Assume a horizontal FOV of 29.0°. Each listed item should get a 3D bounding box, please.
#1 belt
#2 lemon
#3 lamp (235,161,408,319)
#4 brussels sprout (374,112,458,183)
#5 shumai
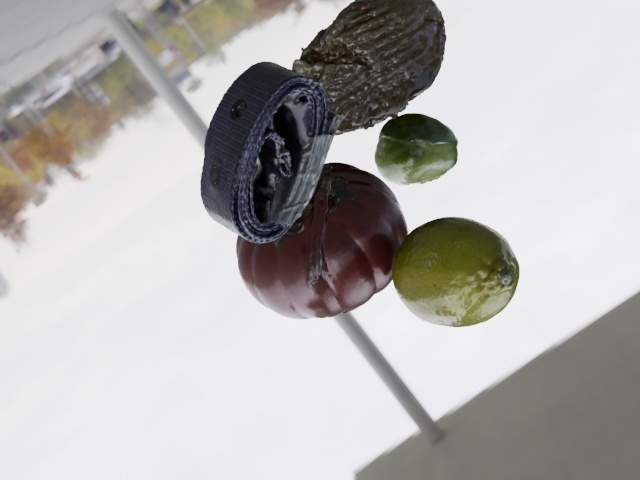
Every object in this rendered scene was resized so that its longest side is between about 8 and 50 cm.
[{"bbox_3d":[-0.078,-0.119,1.641,0.126,0.140,0.230,28,-76,50],"label":"belt"},{"bbox_3d":[0.219,0.049,1.965,0.248,0.184,0.184,-5,-147,50],"label":"lemon"},{"bbox_3d":[0.000,0.000,2.122,0.303,0.257,0.303,-19,-146,14],"label":"lamp"},{"bbox_3d":[0.174,-0.176,2.399,0.145,0.131,0.183,-1,167,-45],"label":"brussels sprout"},{"bbox_3d":[0.080,-0.339,2.402,0.346,0.217,0.283,-43,-171,-1],"label":"shumai"}]
